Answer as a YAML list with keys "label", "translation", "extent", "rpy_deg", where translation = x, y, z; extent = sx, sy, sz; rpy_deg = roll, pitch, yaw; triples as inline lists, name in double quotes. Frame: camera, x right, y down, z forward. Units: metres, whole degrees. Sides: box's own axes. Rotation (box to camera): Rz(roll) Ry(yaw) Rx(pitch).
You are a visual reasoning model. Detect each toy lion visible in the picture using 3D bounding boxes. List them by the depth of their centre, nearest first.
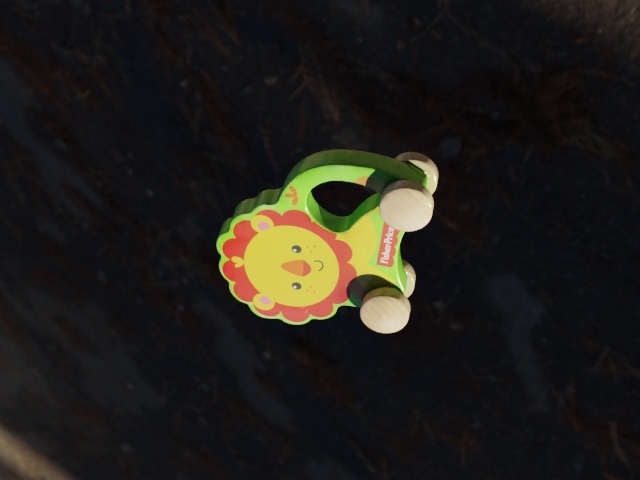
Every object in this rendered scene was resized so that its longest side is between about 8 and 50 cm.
- label: "toy lion"
  translation: [0.000, 0.000, 0.569]
  extent: [0.096, 0.034, 0.100]
  rpy_deg: [12, 128, 3]
